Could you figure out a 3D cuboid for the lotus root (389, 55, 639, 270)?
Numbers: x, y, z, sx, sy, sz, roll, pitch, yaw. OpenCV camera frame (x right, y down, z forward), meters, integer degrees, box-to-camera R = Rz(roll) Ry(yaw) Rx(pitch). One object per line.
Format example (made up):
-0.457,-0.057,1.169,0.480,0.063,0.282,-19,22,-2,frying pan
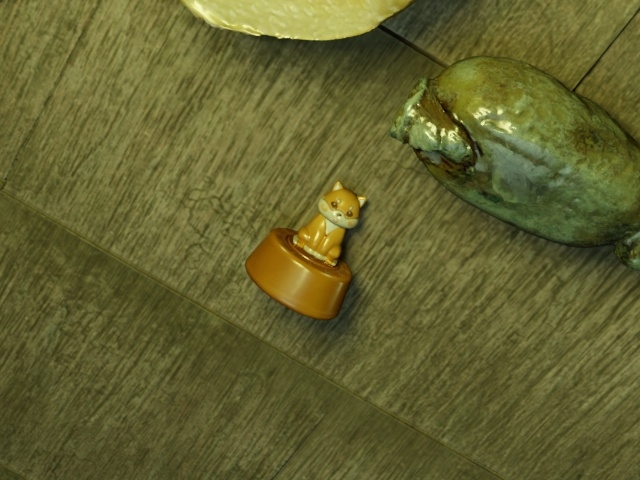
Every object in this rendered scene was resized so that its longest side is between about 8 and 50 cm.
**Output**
0.250,-0.091,2.030,0.349,0.175,0.175,29,130,-10,lotus root

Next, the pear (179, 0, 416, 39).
0.003,-0.394,1.848,0.386,0.191,0.340,-20,114,30,pear

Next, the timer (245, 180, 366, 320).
0.000,0.000,2.218,0.132,0.132,0.152,29,107,-6,timer
